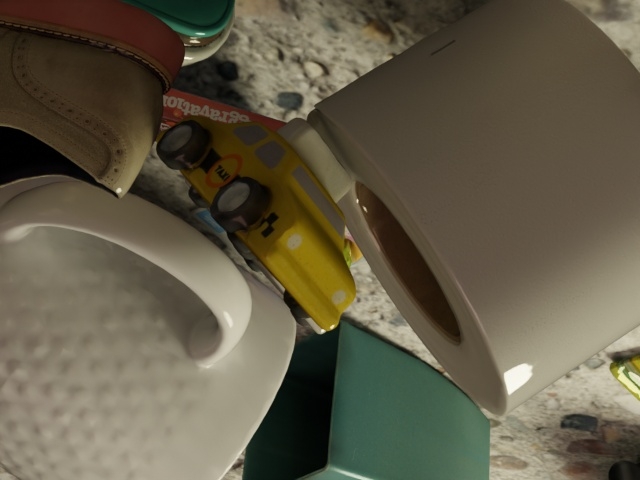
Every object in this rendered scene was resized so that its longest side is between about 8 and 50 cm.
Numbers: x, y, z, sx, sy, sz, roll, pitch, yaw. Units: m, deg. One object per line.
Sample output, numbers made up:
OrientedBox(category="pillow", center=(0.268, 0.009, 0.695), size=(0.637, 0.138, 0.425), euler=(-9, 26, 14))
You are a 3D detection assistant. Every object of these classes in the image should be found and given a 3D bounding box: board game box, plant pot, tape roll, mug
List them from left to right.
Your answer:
OrientedBox(category="mug", center=(-0.206, 0.060, 1.075), size=(0.328, 0.276, 0.374), euler=(38, 145, -18))
OrientedBox(category="board game box", center=(-0.166, -0.111, 0.986), size=(0.281, 0.027, 0.145), euler=(16, 173, -4))
OrientedBox(category="plant pot", center=(0.062, 0.222, 1.319), size=(0.234, 0.165, 0.165), euler=(24, 144, -26))
OrientedBox(category="tape roll", center=(0.124, -0.027, 0.835), size=(0.169, 0.246, 0.246), euler=(-31, 140, -8))

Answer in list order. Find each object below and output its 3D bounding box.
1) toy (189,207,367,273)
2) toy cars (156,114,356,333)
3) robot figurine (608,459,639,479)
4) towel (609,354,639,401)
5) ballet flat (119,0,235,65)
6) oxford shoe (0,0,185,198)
OrientedBox(category="toy", center=(0.000, 0.000, 1.117), size=(0.237, 0.056, 0.137), euler=(-19, 133, 37))
OrientedBox(category="toy cars", center=(-0.029, -0.022, 0.887), size=(0.176, 0.087, 0.393), euler=(49, 176, 3))
OrientedBox(category="robot figurine", center=(0.414, 0.348, 1.369), size=(0.278, 0.173, 0.209), euler=(28, 166, -20))
OrientedBox(category="towel", center=(0.406, 0.122, 1.182), size=(0.237, 0.021, 0.102), euler=(-22, 133, 39))
OrientedBox(category="ballet flat", center=(-0.246, -0.225, 0.834), size=(0.400, 0.139, 0.139), euler=(29, 142, -27))
OrientedBox(category="oxford shoe", center=(-0.268, -0.101, 0.815), size=(0.348, 0.130, 0.123), euler=(6, 163, 20))
